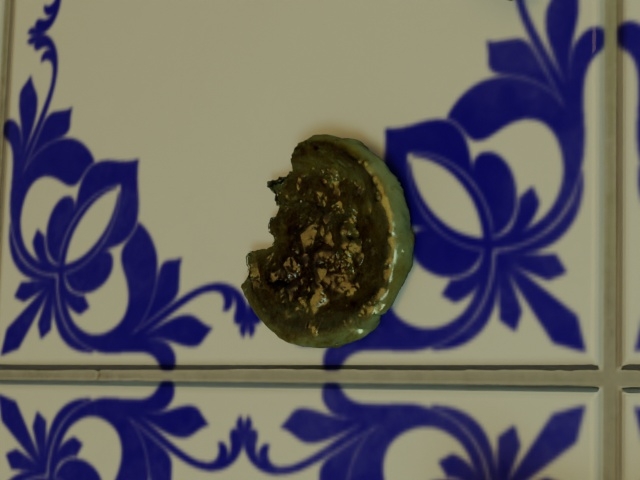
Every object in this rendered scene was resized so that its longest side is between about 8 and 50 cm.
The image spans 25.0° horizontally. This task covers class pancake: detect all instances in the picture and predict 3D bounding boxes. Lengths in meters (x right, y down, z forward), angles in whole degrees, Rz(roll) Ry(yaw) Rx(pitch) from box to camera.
[{"bbox_3d":[0.005,0.002,0.860,0.116,0.022,0.129,20,101,38],"label":"pancake"}]
